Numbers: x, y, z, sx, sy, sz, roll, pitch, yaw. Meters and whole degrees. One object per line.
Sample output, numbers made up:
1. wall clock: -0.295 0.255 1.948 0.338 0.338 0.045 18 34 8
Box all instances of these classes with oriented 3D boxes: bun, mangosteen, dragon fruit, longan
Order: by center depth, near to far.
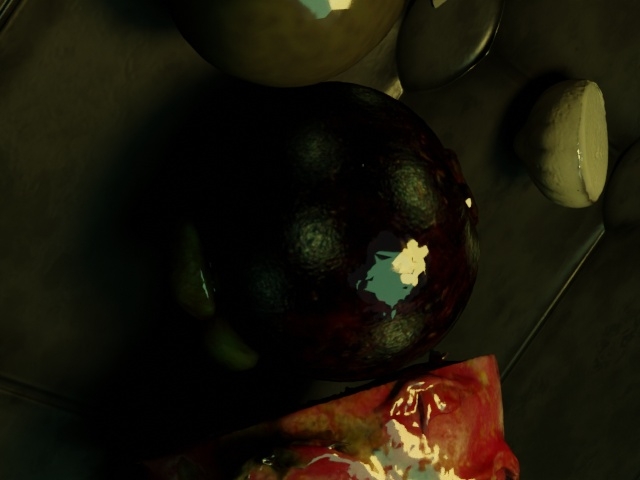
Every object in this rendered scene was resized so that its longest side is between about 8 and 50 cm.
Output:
1. longan: -0.031 -0.218 1.581 0.198 0.198 0.212 -45 146 -10
2. mangosteen: 0.000 0.000 1.744 0.288 0.288 0.288 -29 139 -29
3. dragon fruit: 0.021 0.253 1.866 0.371 0.249 0.386 -12 171 -35
4. bun: 0.250 -0.104 2.077 0.138 0.094 0.138 2 90 -71

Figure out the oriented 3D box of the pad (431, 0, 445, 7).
1. pad: 0.155 -0.374 1.804 0.202 0.005 0.299 -38 143 -18
